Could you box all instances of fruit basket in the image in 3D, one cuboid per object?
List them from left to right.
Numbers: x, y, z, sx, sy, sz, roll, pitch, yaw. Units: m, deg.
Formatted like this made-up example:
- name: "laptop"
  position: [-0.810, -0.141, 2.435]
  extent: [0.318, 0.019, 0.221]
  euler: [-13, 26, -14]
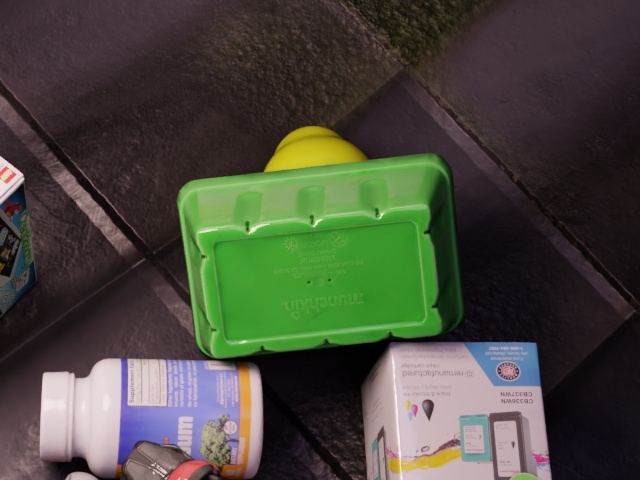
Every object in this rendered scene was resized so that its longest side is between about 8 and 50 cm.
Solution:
- name: "fruit basket"
  position: [0.000, 0.000, 1.936]
  extent: [0.392, 0.392, 0.283]
  euler: [-9, 101, -14]

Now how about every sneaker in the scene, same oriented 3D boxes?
- name: "sneaker"
  position: [-0.169, 0.315, 1.756]
  extent: [0.135, 0.276, 0.098]
  euler: [28, 70, 21]

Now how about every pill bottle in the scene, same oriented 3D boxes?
- name: "pill bottle"
  position: [-0.215, 0.226, 1.838]
  extent: [0.272, 0.152, 0.152]
  euler: [1, 67, -10]

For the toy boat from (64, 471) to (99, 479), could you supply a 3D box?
- name: "toy boat"
  position: [-0.237, 0.430, 1.721]
  extent: [0.267, 0.148, 0.318]
  euler: [-12, 54, -48]

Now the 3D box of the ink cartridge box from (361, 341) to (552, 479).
- name: "ink cartridge box"
  position: [0.172, 0.287, 1.861]
  extent: [0.198, 0.197, 0.270]
  euler: [0, 67, -10]

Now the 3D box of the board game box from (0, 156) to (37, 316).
- name: "board game box"
  position: [-0.437, 0.040, 1.791]
  extent: [0.053, 0.305, 0.193]
  euler: [37, 65, 10]
